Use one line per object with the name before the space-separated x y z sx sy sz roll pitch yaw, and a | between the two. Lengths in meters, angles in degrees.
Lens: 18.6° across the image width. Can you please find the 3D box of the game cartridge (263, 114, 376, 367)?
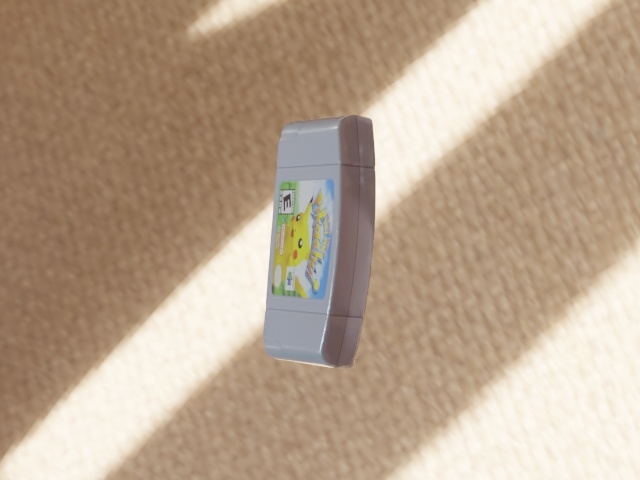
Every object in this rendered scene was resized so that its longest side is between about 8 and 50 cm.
game cartridge | 0.000 0.000 0.654 0.056 0.017 0.083 0 86 61
